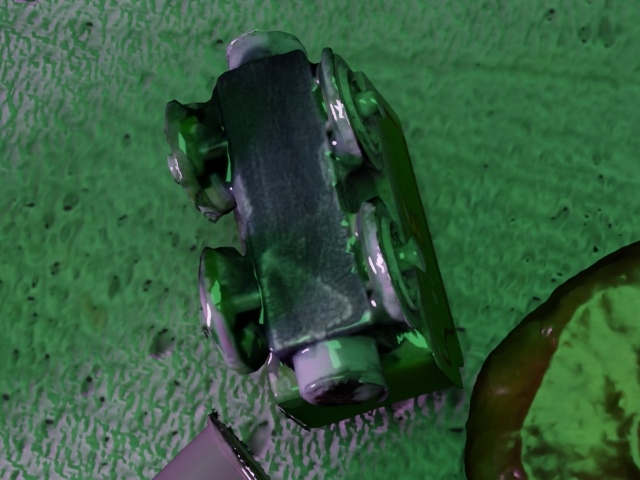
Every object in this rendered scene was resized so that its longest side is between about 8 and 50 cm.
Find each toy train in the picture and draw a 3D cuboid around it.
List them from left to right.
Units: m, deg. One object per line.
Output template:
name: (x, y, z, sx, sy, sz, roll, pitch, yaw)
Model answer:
toy train: (0.000, 0.000, 1.472, 0.173, 0.249, 0.307, -19, 66, 12)

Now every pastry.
pastry: (0.284, 0.155, 1.422, 0.356, 0.164, 0.356, -1, 70, 2)

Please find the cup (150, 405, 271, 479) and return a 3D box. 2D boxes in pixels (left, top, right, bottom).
cup: (-0.132, 0.291, 1.406, 0.288, 0.203, 0.203, -40, 67, -3)
